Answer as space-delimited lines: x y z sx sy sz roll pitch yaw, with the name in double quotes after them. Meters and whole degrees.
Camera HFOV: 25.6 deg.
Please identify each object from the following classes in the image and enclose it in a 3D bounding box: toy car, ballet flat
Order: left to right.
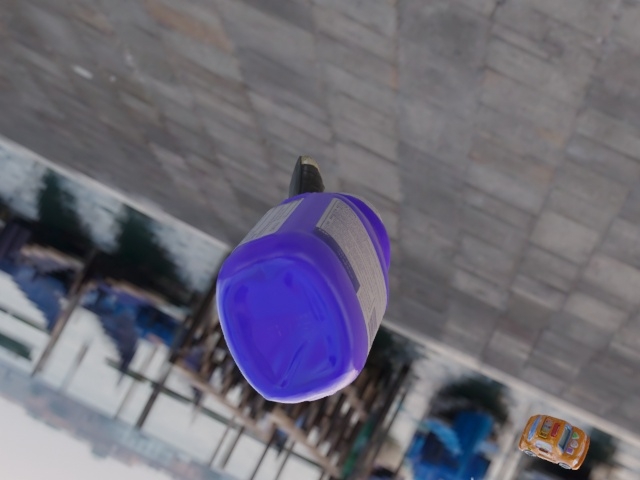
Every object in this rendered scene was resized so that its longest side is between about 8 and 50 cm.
0.000 0.000 1.235 0.049 0.173 0.057 -2 148 -13 "ballet flat"
0.173 0.193 1.188 0.060 0.122 0.040 36 162 27 "toy car"

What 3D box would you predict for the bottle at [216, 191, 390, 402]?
-0.001 0.024 1.043 0.283 0.092 0.118 -59 -51 -73 "bottle"
